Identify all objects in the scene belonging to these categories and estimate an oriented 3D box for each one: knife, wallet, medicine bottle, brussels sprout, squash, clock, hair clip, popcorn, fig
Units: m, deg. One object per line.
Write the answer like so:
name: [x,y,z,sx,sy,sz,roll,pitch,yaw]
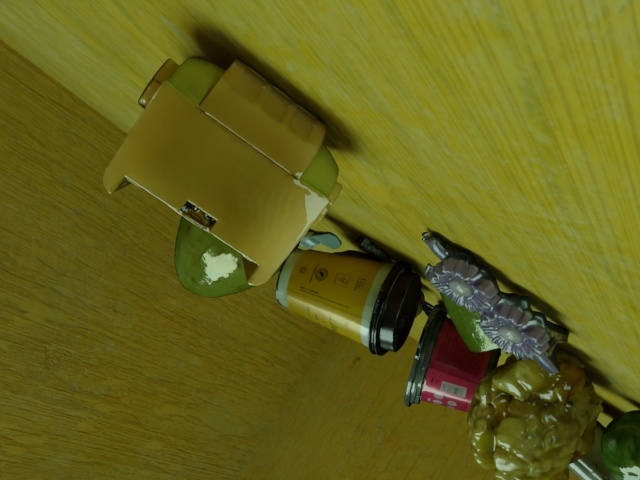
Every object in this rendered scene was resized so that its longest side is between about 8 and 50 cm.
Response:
knife: [0.001,0.001,1.687,0.080,0.044,0.331,36,170,-17]
wallet: [0.313,0.203,1.706,0.082,0.018,0.157,30,173,28]
medicine bottle: [0.574,0.439,1.438,0.375,0.123,0.282,41,-174,15]
brussels sprout: [0.583,0.380,1.106,0.117,0.155,0.155,39,172,-31]
squash: [0.287,0.161,1.179,0.184,0.085,0.192,32,173,6]
clock: [-0.119,-0.104,0.784,0.244,0.200,0.317,38,-179,-16]
hair clip: [0.251,0.089,0.883,0.292,0.084,0.106,39,156,-9]
popcorn: [0.381,0.313,1.126,0.225,0.265,0.332,35,158,31]
fig: [-0.201,-0.004,1.370,0.258,0.326,0.258,39,-156,-21]

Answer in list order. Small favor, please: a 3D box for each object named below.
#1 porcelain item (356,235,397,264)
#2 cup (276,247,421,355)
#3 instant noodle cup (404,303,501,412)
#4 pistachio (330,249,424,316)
porcelain item: [0.109,0.023,1.314,0.136,0.021,0.075,38,173,-37]
cup: [0.060,0.113,1.272,0.280,0.196,0.196,15,167,24]
instant noodle cup: [0.325,0.302,1.482,0.181,0.258,0.302,17,169,17]
pistachio: [0.108,0.119,1.449,0.260,0.163,0.213,36,141,-9]
